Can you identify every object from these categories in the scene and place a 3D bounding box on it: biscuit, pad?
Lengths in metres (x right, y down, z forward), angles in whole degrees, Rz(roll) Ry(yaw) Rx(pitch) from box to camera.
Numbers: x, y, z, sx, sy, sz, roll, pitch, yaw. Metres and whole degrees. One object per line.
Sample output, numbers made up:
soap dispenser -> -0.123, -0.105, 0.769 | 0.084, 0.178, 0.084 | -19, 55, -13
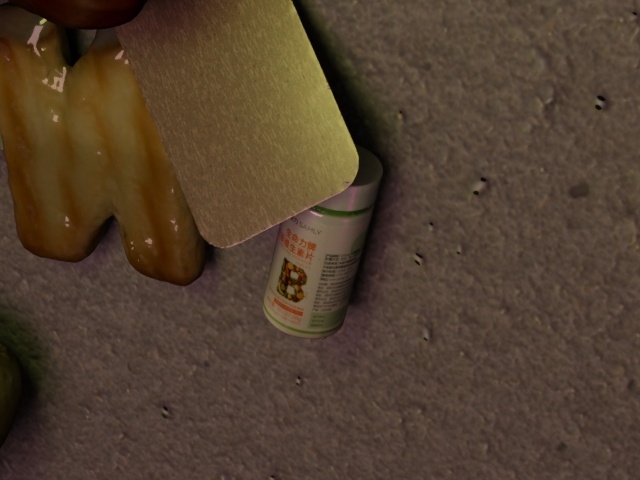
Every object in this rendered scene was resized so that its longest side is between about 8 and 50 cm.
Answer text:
biscuit -> -0.226, -0.100, 1.710 | 0.236, 0.062, 0.291 | 8, 119, 27
pad -> -0.081, -0.140, 1.560 | 0.176, 0.002, 0.266 | -26, 80, 19

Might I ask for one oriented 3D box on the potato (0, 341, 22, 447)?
potato -> -0.503, 0.227, 1.921 | 0.359, 0.270, 0.219 | -30, 117, 33

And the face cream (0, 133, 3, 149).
face cream -> -0.500, -0.166, 1.776 | 0.369, 0.145, 0.145 | 15, 122, 11

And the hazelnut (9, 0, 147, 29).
hazelnut -> -0.230, -0.308, 1.506 | 0.229, 0.229, 0.230 | 14, 121, 24

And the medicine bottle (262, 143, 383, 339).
medicine bottle -> 0.000, 0.000, 1.613 | 0.086, 0.086, 0.183 | 25, 125, 18
